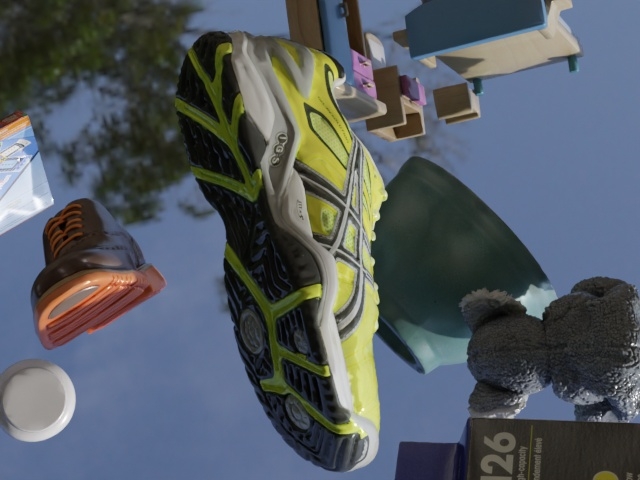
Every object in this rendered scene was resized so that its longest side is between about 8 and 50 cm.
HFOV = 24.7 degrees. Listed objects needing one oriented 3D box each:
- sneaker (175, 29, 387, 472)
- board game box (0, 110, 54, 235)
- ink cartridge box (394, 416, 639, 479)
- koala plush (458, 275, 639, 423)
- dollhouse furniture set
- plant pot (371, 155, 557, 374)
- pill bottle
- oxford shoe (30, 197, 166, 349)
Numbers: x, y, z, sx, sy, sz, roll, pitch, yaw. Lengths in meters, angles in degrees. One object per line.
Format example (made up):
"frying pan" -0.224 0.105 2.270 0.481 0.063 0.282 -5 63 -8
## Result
"sneaker" 0.000 0.000 1.227 0.147 0.384 0.145 -9 171 -32
"board game box" -0.482 -0.045 1.900 0.281 0.145 0.027 -34 -139 -32
"ink cartridge box" 0.216 0.321 1.534 0.307 0.072 0.303 1 -133 10
"koala plush" 0.284 0.137 1.816 0.221 0.196 0.203 -1 173 5
"dollhouse furniture set" 0.145 -0.254 1.550 0.303 0.198 0.286 -12 168 23
"plant pot" 0.150 0.057 1.992 0.196 0.293 0.293 -42 -140 -8
"pill bottle" -0.372 0.207 1.892 0.108 0.108 0.180 -20 177 -14
"oxford shoe" -0.263 0.028 1.570 0.130 0.132 0.363 -32 179 -1
